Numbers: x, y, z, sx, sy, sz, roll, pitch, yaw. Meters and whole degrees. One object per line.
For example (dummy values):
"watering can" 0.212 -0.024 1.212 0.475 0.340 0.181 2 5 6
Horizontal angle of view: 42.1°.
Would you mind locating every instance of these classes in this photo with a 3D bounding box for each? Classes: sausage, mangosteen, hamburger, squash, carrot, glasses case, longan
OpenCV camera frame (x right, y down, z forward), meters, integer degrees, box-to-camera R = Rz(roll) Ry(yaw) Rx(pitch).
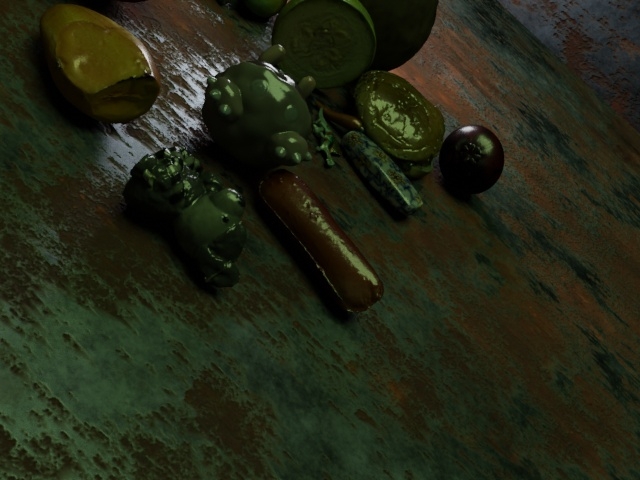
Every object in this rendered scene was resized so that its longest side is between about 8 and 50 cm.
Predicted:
"sausage" 0.000 0.000 1.593 0.330 0.102 0.102 53 35 15
"mangosteen" 0.396 -0.211 2.185 0.199 0.200 0.200 27 37 -23
"hamburger" 0.198 -0.303 2.097 0.284 0.134 0.266 35 33 -9
"squash" 0.005 -0.475 1.980 0.252 0.252 0.049 25 38 -25
"carrot" 0.045 -0.296 2.003 0.142 0.035 0.035 28 31 15
"glasses case" 0.142 -0.158 1.938 0.248 0.065 0.087 52 30 18
"longan" 0.118 -0.631 2.190 0.391 0.391 0.391 27 37 -23

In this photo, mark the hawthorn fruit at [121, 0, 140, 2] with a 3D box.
"hawthorn fruit" -0.458 -0.633 1.692 0.368 0.285 0.285 -3 51 -20

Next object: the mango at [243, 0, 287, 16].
"mango" -0.141 -0.647 2.152 0.137 0.091 0.238 53 35 -34

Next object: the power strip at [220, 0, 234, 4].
"power strip" -0.262 -0.656 2.074 0.145 0.061 0.215 50 35 12

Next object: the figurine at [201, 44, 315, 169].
"figurine" -0.122 -0.280 1.706 0.248 0.203 0.381 40 22 -17

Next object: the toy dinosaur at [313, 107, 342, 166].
"toy dinosaur" 0.017 -0.240 1.932 0.106 0.044 0.187 50 19 -14

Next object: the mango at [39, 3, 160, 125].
"mango" -0.408 -0.332 1.507 0.187 0.138 0.257 -14 58 -31

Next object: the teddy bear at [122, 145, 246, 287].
"teddy bear" -0.199 -0.055 1.413 0.251 0.144 0.171 42 19 -7
